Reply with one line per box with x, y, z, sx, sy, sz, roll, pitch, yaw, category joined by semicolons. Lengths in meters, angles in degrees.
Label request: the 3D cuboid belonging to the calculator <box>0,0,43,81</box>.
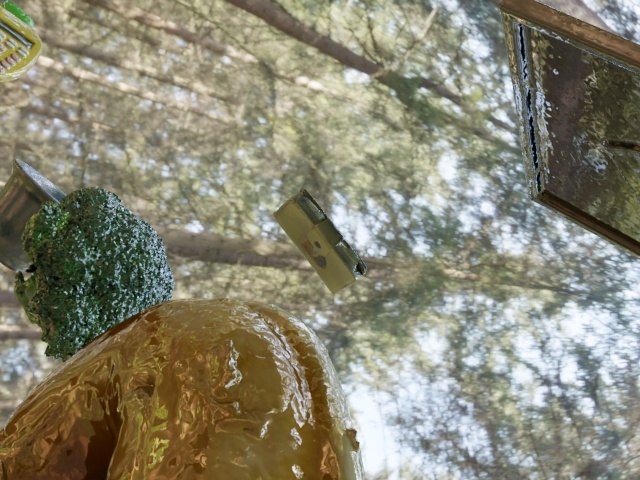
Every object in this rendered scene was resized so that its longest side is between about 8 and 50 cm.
-0.564;-0.354;1.388;0.032;0.146;0.234;-41;-155;28;calculator

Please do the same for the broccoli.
-0.354;0.059;1.191;0.245;0.265;0.294;-31;-127;22;broccoli

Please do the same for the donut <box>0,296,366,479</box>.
-0.138;0.234;0.596;0.449;0.198;0.448;-33;-147;25;donut

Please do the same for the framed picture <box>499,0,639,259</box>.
0.239;-0.052;0.599;0.213;0.289;0.016;34;-99;29;framed picture

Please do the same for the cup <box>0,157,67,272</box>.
-0.503;-0.023;1.384;0.150;0.199;0.199;-49;-124;-4;cup

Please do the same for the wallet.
0.000;0.000;1.169;0.155;0.039;0.110;52;-25;-1;wallet
